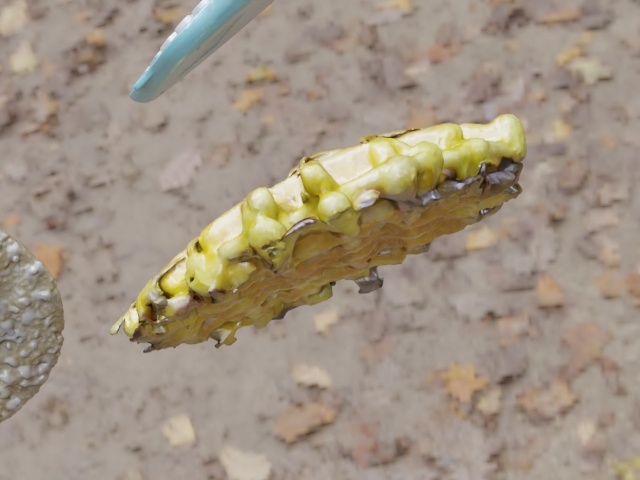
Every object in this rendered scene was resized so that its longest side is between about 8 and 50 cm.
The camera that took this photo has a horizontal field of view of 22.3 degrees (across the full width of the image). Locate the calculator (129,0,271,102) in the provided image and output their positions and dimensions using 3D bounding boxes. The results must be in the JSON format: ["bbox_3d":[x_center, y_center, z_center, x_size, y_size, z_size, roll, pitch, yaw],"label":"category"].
[{"bbox_3d":[-0.089,-0.296,1.920,0.054,0.256,0.386,47,64,-4],"label":"calculator"}]

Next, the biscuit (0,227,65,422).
[{"bbox_3d":[-0.309,0.073,1.531,0.133,0.250,0.032,-13,32,-10],"label":"biscuit"}]

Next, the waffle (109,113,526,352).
[{"bbox_3d":[0.000,0.000,1.531,0.379,0.382,0.095,-16,75,-47],"label":"waffle"}]
